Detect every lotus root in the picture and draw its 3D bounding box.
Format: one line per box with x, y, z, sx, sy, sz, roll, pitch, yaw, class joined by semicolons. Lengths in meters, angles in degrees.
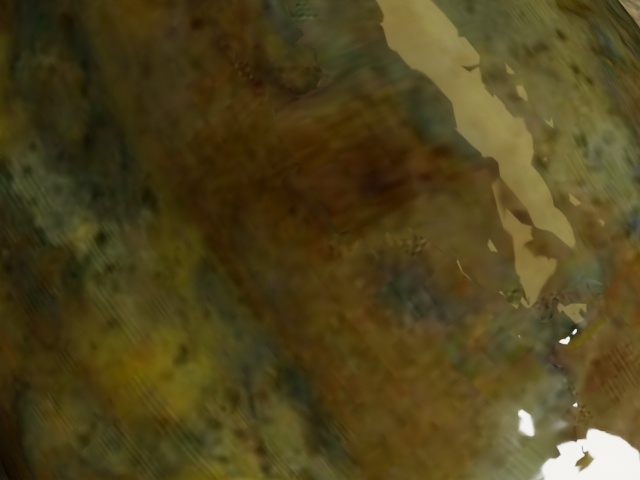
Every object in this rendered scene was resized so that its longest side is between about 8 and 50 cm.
0.000;0.000;0.519;0.250;0.250;0.346;-15;71;-52;lotus root
